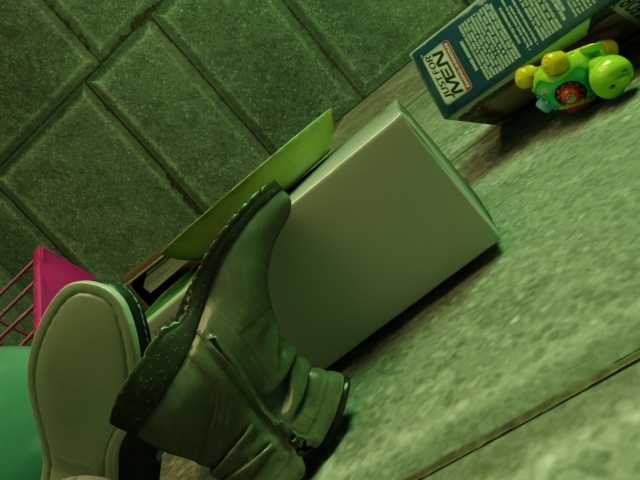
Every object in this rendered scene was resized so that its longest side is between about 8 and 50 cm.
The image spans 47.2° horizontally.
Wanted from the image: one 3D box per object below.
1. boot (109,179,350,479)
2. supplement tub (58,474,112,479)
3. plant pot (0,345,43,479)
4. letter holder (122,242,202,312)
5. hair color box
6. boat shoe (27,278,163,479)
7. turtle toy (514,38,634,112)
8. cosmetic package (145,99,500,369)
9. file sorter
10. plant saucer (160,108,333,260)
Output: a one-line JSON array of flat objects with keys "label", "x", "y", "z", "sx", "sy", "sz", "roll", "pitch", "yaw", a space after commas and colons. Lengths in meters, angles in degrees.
[{"label": "boot", "x": -0.044, "y": 0.084, "z": 0.601, "sx": 0.246, "sy": 0.161, "sz": 0.083, "roll": -62, "pitch": 6, "yaw": -25}, {"label": "supplement tub", "x": -0.192, "y": 0.267, "z": 0.542, "sx": 0.117, "sy": 0.117, "sz": 0.190, "roll": -41, "pitch": 10, "yaw": 0}, {"label": "plant pot", "x": -0.380, "y": 0.257, "z": 0.844, "sx": 0.235, "sy": 0.293, "sz": 0.293, "roll": -30, "pitch": 0, "yaw": -44}, {"label": "letter holder", "x": -0.295, "y": 0.075, "z": 1.584, "sx": 0.214, "sy": 0.152, "sz": 0.302, "roll": -41, "pitch": 11, "yaw": -10}, {"label": "hair color box", "x": 0.298, "y": -0.272, "z": 0.864, "sx": 0.347, "sy": 0.105, "sz": 0.174, "roll": -33, "pitch": -16, "yaw": 35}, {"label": "boat shoe", "x": -0.198, "y": 0.162, "z": 0.675, "sx": 0.091, "sy": 0.114, "sz": 0.302, "roll": -38, "pitch": -34, "yaw": -62}, {"label": "turtle toy", "x": 0.280, "y": -0.175, "z": 0.790, "sx": 0.095, "sy": 0.066, "sz": 0.130, "roll": -17, "pitch": 2, "yaw": -19}, {"label": "cosmetic package", "x": -0.013, "y": 0.031, "z": 0.765, "sx": 0.366, "sy": 0.155, "sz": 0.197, "roll": -40, "pitch": 8, "yaw": 11}, {"label": "file sorter", "x": -0.461, "y": 0.194, "z": 1.282, "sx": 0.182, "sy": 0.202, "sz": 0.290, "roll": -44, "pitch": 37, "yaw": 10}, {"label": "plant saucer", "x": -0.070, "y": -0.052, "z": 0.797, "sx": 0.241, "sy": 0.037, "sz": 0.241, "roll": -39, "pitch": 7, "yaw": 6}]
